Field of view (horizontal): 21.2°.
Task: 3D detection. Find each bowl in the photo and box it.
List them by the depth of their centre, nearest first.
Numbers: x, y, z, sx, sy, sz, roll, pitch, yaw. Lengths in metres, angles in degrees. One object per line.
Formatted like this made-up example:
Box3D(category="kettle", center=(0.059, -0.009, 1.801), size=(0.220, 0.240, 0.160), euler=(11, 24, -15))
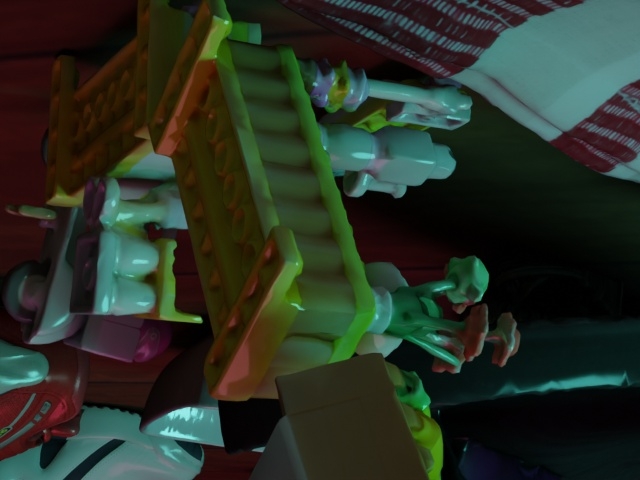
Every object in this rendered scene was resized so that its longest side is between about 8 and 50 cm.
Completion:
Box3D(category="bowl", center=(-0.019, 0.082, 0.922), size=(0.142, 0.053, 0.142), euler=(10, 163, -16))

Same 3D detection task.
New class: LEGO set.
Box3D(category="LEGO set", center=(0.000, 0.000, 0.467), size=(0.107, 0.132, 0.287), euler=(7, -172, -25))

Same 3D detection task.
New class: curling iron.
Box3D(category="curling iron", center=(0.090, 0.057, 0.819), size=(0.068, 0.035, 0.274), euler=(5, 165, 0))

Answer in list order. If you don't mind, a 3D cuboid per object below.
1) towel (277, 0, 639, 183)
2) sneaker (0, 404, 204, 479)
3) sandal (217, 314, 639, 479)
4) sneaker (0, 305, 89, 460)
Box3D(category="towel", center=(0.147, -0.051, 0.409), size=(0.237, 0.037, 0.329), euler=(-8, 159, 39))
Box3D(category="sneaker", center=(-0.205, 0.192, 1.198), size=(0.235, 0.153, 0.094), euler=(8, 166, -8))
Box3D(category="sandal", center=(0.118, 0.095, 0.689), size=(0.168, 0.107, 0.446), euler=(-14, 166, 27))
Box3D(category="sneaker", center=(-0.194, 0.095, 0.951), size=(0.118, 0.107, 0.279), euler=(2, 170, -22))
